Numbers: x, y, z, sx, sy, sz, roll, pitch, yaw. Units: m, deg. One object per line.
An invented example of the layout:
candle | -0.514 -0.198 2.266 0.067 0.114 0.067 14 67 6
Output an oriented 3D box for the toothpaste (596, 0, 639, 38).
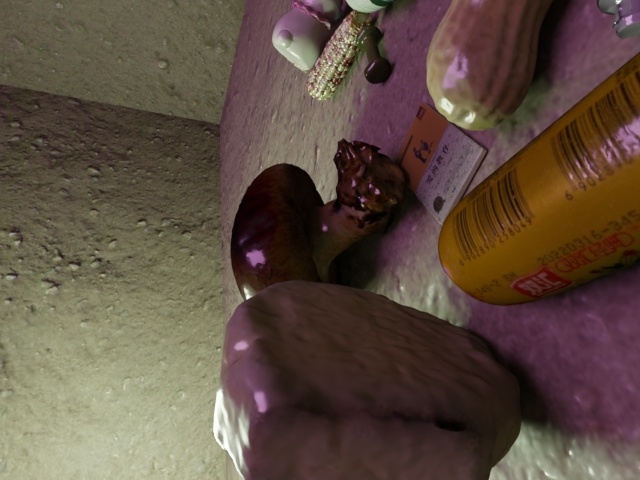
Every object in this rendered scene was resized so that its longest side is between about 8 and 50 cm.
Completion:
toothpaste | 0.268 -0.293 0.344 0.078 0.047 0.247 -7 77 63

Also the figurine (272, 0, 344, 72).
figurine | -0.001 -0.524 0.939 0.127 0.155 0.235 41 101 27

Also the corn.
corn | 0.037 -0.405 0.894 0.237 0.080 0.079 138 133 -60

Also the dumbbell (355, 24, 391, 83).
dumbbell | 0.100 -0.354 0.769 0.052 0.046 0.117 -47 43 49

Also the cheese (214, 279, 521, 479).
cheese | 0.042 0.147 0.440 0.318 0.326 0.115 20 107 30

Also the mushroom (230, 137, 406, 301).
mushroom | -0.012 -0.011 0.786 0.334 0.357 0.331 58 -179 -46

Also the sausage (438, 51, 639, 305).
sausage | 0.215 -0.041 0.312 0.347 0.123 0.123 130 140 -55

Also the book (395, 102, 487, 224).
book | 0.167 -0.118 0.598 0.172 0.012 0.118 -113 36 -50

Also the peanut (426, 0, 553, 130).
peanut | 0.188 -0.251 0.440 0.123 0.124 0.256 -142 62 -64

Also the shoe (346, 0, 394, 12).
shoe | 0.125 -0.573 0.649 0.160 0.132 0.362 -122 38 -57
